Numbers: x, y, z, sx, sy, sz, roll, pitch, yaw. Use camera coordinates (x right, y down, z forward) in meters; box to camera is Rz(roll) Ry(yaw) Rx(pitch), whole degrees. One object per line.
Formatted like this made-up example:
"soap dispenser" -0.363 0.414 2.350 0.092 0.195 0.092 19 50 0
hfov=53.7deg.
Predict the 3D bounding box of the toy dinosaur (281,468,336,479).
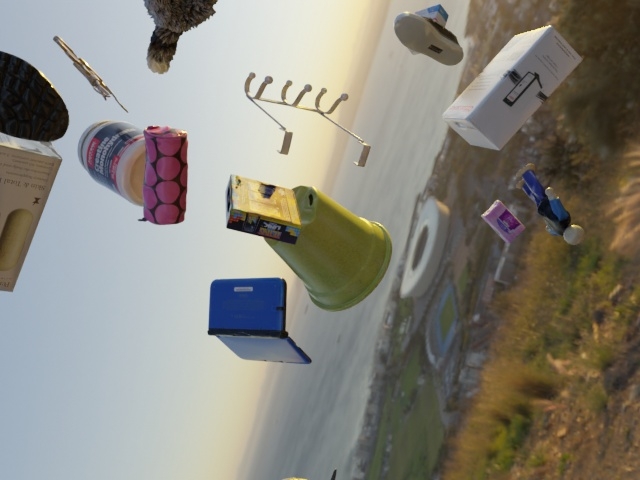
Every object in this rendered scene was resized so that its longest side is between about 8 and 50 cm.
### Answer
"toy dinosaur" -0.079 0.602 1.416 0.313 0.160 0.121 -46 -37 -33

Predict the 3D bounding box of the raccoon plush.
"raccoon plush" -0.459 -0.638 1.681 0.299 0.216 0.446 -7 -49 -46

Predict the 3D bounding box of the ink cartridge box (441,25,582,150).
"ink cartridge box" 0.326 -0.261 1.101 0.203 0.086 0.148 -48 13 5

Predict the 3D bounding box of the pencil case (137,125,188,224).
"pencil case" -0.323 -0.134 1.291 0.095 0.098 0.209 -18 -49 -43

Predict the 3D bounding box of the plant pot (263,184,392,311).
"plant pot" 0.000 0.000 1.606 0.276 0.254 0.276 -28 40 26

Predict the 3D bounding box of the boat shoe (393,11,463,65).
"boat shoe" 0.257 -0.497 1.526 0.078 0.219 0.070 -33 51 40

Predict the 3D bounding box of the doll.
"doll" 0.446 -0.065 1.230 0.129 0.046 0.189 64 -179 -54

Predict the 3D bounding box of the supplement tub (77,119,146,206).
"supplement tub" -0.520 -0.216 1.717 0.191 0.272 0.191 -25 -52 -38

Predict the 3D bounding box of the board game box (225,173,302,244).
"board game box" -0.118 -0.065 1.271 0.170 0.141 0.048 -105 34 -60

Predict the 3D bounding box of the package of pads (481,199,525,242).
"package of pads" 0.385 -0.040 1.332 0.050 0.083 0.032 -45 6 3

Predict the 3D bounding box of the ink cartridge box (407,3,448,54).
"ink cartridge box" 0.296 -0.589 1.766 0.088 0.052 0.122 -2 61 44

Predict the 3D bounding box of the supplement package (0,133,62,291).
"supplement package" -0.589 -0.083 1.045 0.198 0.199 0.262 44 114 42

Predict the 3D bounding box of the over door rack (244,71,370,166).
"over door rack" -0.030 -0.319 1.568 0.108 0.239 0.324 -65 36 31

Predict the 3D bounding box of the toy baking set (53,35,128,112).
"toy baking set" -0.602 -0.425 1.643 0.030 0.256 0.197 -43 21 0

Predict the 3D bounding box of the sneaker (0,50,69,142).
"sneaker" -0.502 -0.231 0.926 0.107 0.283 0.124 -65 15 -6

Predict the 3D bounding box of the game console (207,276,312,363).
"game console" -0.181 0.244 1.913 0.173 0.293 0.250 13 -104 -55
